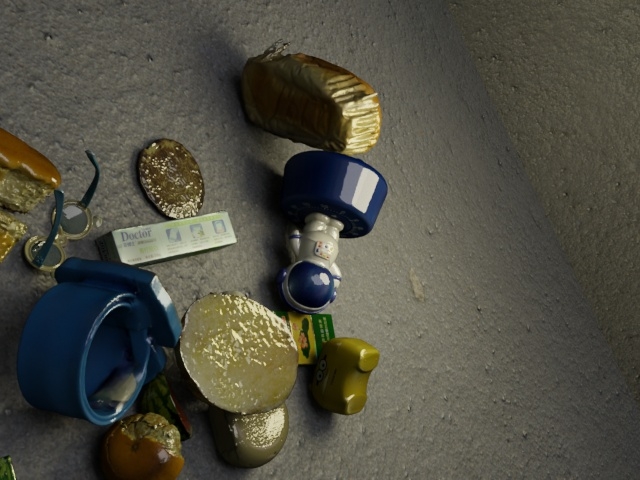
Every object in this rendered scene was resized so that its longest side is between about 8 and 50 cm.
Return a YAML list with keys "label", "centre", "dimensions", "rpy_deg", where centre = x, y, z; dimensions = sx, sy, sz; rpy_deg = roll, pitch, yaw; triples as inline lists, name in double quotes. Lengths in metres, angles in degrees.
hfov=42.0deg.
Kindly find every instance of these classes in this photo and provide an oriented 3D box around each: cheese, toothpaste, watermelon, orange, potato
- label: "cheese"
  centre: [-0.145, 0.393, 1.788]
  dimensions: [0.202, 0.091, 0.175]
  rpy_deg: [-15, 83, -53]
- label: "toothpaste"
  centre: [-0.323, 0.000, 1.795]
  dimensions: [0.337, 0.067, 0.081]
  rpy_deg: [-14, 83, -51]
- label: "watermelon"
  centre: [-0.291, 0.342, 1.631]
  dimensions: [0.087, 0.069, 0.163]
  rpy_deg: [-43, 123, -36]
- label: "orange"
  centre: [-0.326, 0.394, 1.534]
  dimensions: [0.157, 0.134, 0.156]
  rpy_deg: [2, 61, -3]
- label: "potato"
  centre: [-0.188, 0.241, 1.698]
  dimensions: [0.299, 0.116, 0.239]
  rpy_deg: [23, 58, -35]

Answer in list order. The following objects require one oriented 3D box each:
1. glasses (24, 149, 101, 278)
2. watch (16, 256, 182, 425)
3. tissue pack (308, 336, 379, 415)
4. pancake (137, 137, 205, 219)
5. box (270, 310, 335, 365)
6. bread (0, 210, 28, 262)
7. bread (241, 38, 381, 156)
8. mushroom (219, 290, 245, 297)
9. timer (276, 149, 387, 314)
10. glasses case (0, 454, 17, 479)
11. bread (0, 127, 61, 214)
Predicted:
- label: "glasses"
  centre: [-0.482, -0.065, 1.549]
  dimensions: [0.088, 0.220, 0.189]
  rpy_deg: [21, 45, 4]
- label: "watch"
  centre: [-0.403, 0.209, 1.496]
  dimensions: [0.274, 0.242, 0.305]
  rpy_deg: [-61, 152, -48]
- label: "tissue pack"
  centre: [0.054, 0.320, 2.005]
  dimensions: [0.123, 0.127, 0.178]
  rpy_deg: [8, 101, -56]
- label: "pancake"
  centre: [-0.335, -0.139, 1.886]
  dimensions: [0.199, 0.021, 0.199]
  rpy_deg: [25, 54, -40]
- label: "box"
  centre: [-0.048, 0.240, 2.025]
  dimensions: [0.235, 0.034, 0.132]
  rpy_deg: [8, 67, -49]
- label: "bread"
  centre: [-0.601, 0.015, 1.395]
  dimensions: [0.169, 0.140, 0.160]
  rpy_deg: [35, 37, -29]
- label: "bread"
  centre: [-0.024, -0.343, 2.110]
  dimensions: [0.389, 0.236, 0.183]
  rpy_deg: [34, 36, 28]
- label: "mushroom"
  centre: [-0.201, 0.218, 1.817]
  dimensions: [0.081, 0.092, 0.223]
  rpy_deg: [4, 57, -3]
- label: "timer"
  centre: [0.000, 0.000, 2.064]
  dimensions: [0.270, 0.270, 0.383]
  rpy_deg: [31, 64, -37]
- label: "glasses case"
  centre: [-0.596, 0.412, 1.267]
  dimensions: [0.272, 0.062, 0.095]
  rpy_deg: [-4, 69, -51]
- label: "bread"
  centre: [-0.586, -0.143, 1.477]
  dimensions: [0.245, 0.121, 0.174]
  rpy_deg: [28, 11, -35]
